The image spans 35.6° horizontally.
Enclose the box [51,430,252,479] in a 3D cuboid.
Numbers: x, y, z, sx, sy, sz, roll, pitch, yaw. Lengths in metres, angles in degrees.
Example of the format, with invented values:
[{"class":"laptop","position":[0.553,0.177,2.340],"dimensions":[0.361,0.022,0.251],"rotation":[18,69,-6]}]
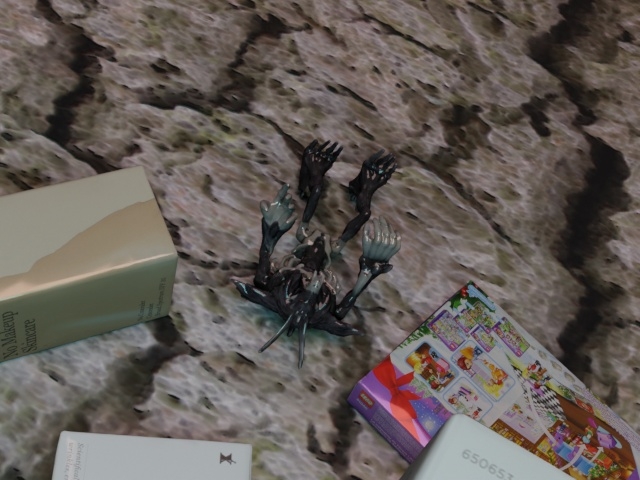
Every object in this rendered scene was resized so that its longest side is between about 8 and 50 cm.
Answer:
[{"class":"box","position":[-0.161,0.284,0.919],"dimensions":[0.181,0.119,0.181],"rotation":[7,57,-10]}]

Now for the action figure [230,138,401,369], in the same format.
[{"class":"action figure","position":[0.000,0.000,1.125],"dimensions":[0.164,0.141,0.276],"rotation":[19,53,-4]}]

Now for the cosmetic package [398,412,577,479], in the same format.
[{"class":"cosmetic package","position":[0.119,0.403,0.748],"dimensions":[0.327,0.394,0.329],"rotation":[30,57,6]}]

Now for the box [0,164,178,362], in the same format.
[{"class":"box","position":[-0.316,0.038,1.021],"dimensions":[0.311,0.148,0.121],"rotation":[-16,64,-20]}]

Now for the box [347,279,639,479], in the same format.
[{"class":"box","position":[0.202,0.208,1.092],"dimensions":[0.293,0.057,0.201],"rotation":[44,58,14]}]
